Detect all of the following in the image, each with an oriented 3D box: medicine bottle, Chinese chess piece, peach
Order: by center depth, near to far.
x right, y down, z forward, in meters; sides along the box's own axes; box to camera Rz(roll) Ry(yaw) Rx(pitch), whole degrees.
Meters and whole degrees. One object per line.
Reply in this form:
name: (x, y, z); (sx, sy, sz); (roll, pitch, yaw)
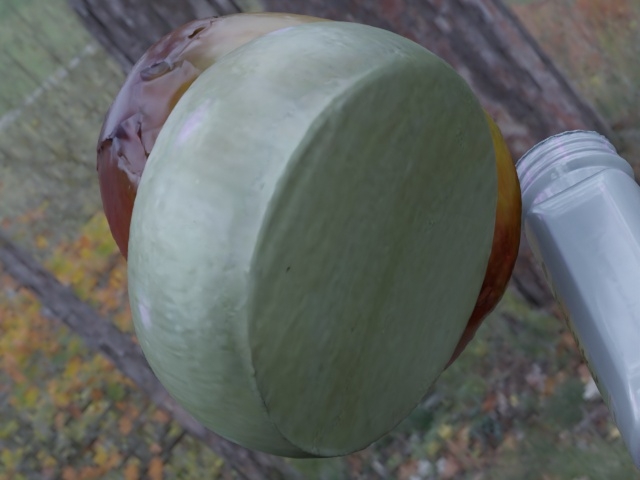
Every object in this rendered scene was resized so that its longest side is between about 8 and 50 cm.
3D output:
Chinese chess piece: (0.000, 0.000, 0.841); (0.101, 0.250, 0.250); (17, 64, 35)
peach: (-0.012, -0.038, 1.221); (0.290, 0.372, 0.373); (-44, 25, 38)
medicine bottle: (0.274, 0.050, 1.312); (0.124, 0.179, 0.324); (-28, 52, 12)
